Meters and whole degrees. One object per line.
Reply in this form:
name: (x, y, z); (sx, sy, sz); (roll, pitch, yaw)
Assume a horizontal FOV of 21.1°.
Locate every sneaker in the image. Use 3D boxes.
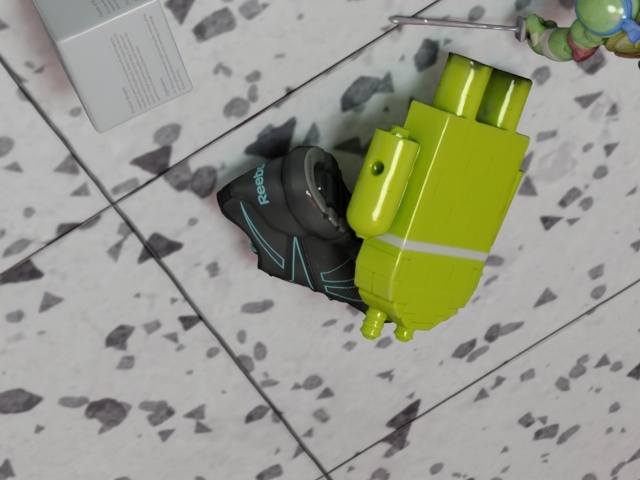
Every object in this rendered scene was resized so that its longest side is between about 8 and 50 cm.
sneaker: (0.000, 0.000, 1.609); (0.106, 0.101, 0.267); (-15, 143, 20)

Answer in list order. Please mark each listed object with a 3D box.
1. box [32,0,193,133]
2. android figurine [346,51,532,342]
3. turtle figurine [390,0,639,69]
box: (-0.167, -0.162, 1.350); (0.087, 0.102, 0.101); (-27, 137, -7)
android figurine: (0.109, -0.032, 1.569); (0.248, 0.056, 0.273); (5, 107, -57)
turtle figurine: (0.259, -0.248, 1.502); (0.266, 0.274, 0.198); (-4, 110, -51)
